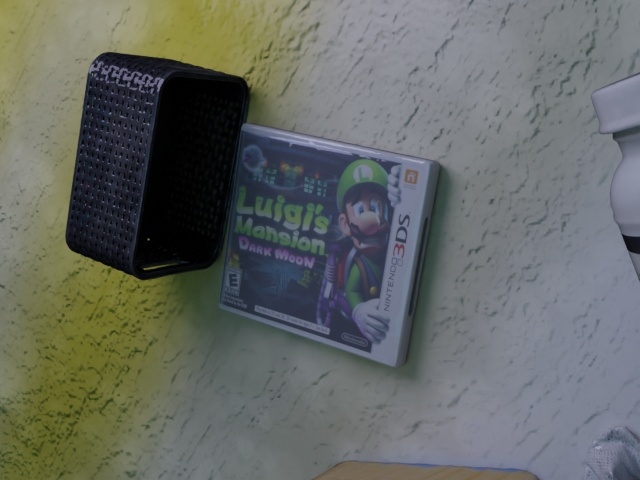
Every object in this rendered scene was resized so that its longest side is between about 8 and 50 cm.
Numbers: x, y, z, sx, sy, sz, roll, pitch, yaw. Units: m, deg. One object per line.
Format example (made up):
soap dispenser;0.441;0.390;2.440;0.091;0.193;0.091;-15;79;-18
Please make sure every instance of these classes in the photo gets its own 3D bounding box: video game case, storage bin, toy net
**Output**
video game case;0.000;0.000;0.779;0.190;0.022;0.173;15;103;30
storage bin;-0.143;-0.067;0.802;0.084;0.122;0.180;18;104;29
toy net;0.248;0.246;0.635;0.122;0.045;0.232;-17;86;33

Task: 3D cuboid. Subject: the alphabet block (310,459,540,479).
alphabet block;0.053;0.285;0.672;0.193;0.197;0.192;-8;90;33

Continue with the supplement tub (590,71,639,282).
supplement tub;0.274;0.016;0.488;0.191;0.191;0.272;-20;94;32
